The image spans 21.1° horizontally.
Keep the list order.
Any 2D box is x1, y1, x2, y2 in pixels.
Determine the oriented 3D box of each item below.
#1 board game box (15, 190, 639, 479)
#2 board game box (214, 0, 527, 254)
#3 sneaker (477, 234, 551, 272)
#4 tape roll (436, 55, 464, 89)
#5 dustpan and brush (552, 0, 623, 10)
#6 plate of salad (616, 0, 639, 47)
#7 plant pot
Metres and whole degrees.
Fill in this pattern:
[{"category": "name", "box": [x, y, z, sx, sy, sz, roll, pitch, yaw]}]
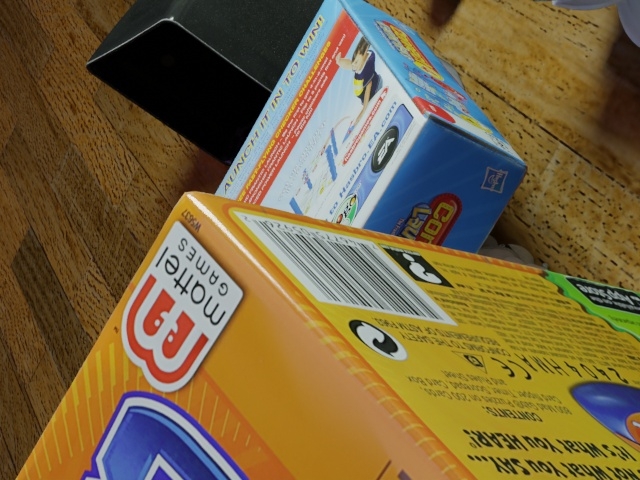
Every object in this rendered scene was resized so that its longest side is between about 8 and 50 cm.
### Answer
[{"category": "board game box", "box": [0.071, 0.244, 0.778, 0.356, 0.356, 0.356, 45, 112, 38]}, {"category": "board game box", "box": [0.000, 0.000, 1.290, 0.308, 0.086, 0.302, -59, 22, 16]}, {"category": "sneaker", "box": [0.127, 0.066, 1.199, 0.118, 0.110, 0.292, -56, 29, 3]}, {"category": "tape roll", "box": [0.033, -0.071, 1.490, 0.219, 0.072, 0.219, -41, 37, 41]}, {"category": "dustpan and brush", "box": [0.234, -0.235, 1.175, 0.211, 0.060, 0.147, -172, 88, -71]}, {"category": "plate of salad", "box": [0.274, -0.220, 1.191, 0.200, 0.048, 0.200, -43, 36, 44]}, {"category": "plant pot", "box": [-0.085, -0.205, 1.699, 0.187, 0.188, 0.167, -16, 43, 57]}]
